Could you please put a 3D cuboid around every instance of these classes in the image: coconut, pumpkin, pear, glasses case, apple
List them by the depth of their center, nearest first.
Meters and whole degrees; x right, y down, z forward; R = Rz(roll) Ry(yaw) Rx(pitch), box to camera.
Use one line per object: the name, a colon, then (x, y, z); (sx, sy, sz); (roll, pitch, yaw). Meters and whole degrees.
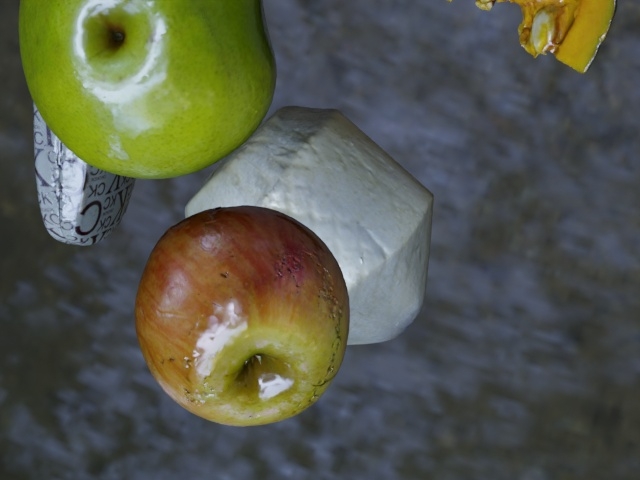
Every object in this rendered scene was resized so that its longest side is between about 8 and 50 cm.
apple: (-0.051, 0.044, 1.193); (0.147, 0.146, 0.146); (14, 144, 11)
pear: (-0.102, -0.132, 1.213); (0.166, 0.216, 0.180); (-25, 89, 20)
coconut: (0.000, 0.000, 1.627); (0.222, 0.202, 0.202); (43, 142, -6)
pumpkin: (0.151, -0.265, 1.639); (0.190, 0.280, 0.139); (16, 109, -12)
glasses case: (-0.218, -0.168, 1.768); (0.085, 0.137, 0.354); (9, 110, 15)
